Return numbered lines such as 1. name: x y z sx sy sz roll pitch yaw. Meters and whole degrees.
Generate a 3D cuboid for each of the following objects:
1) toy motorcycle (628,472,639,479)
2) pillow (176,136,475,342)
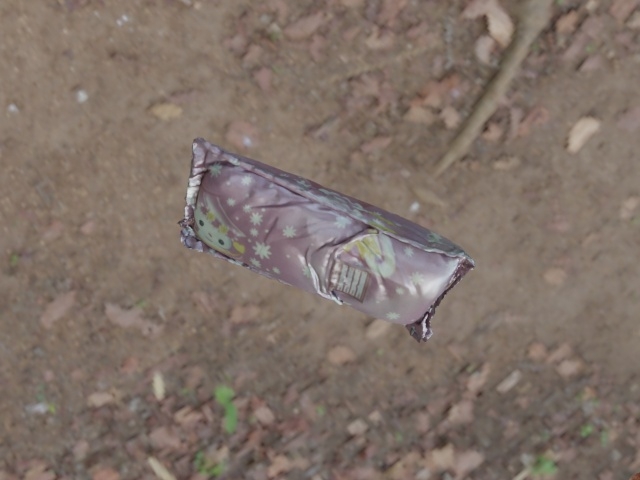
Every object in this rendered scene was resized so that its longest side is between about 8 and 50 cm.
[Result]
1. toy motorcycle: 0.240 0.174 0.525 0.221 0.326 0.148 -49 174 10
2. pillow: 0.000 0.000 0.822 0.043 0.185 0.118 -60 172 -32
